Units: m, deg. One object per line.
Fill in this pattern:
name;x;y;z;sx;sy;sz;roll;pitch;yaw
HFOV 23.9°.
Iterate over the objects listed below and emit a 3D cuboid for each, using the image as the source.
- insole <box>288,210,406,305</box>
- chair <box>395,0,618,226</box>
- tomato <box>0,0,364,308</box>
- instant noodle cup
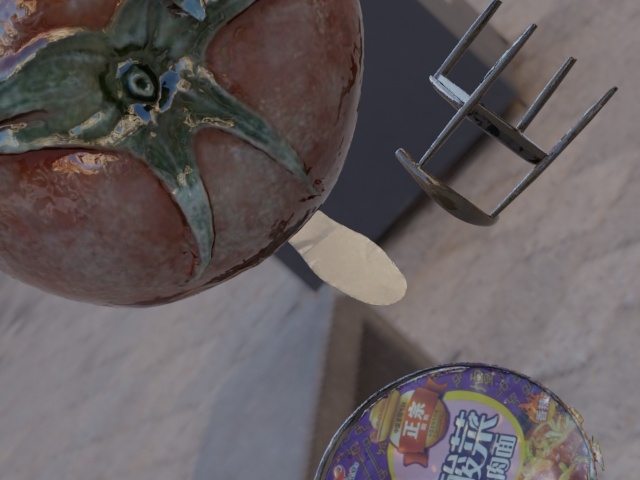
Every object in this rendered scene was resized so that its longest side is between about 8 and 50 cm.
insole;0.000;0.000;1.438;0.065;0.197;0.004;-42;-23;-27
chair;0.241;-0.170;2.098;0.272;0.188;0.166;-52;24;9
tomato;-0.126;-0.115;0.974;0.317;0.316;0.282;-48;16;-2
instant noodle cup;0.187;0.347;1.762;0.339;0.266;0.340;-11;57;17
